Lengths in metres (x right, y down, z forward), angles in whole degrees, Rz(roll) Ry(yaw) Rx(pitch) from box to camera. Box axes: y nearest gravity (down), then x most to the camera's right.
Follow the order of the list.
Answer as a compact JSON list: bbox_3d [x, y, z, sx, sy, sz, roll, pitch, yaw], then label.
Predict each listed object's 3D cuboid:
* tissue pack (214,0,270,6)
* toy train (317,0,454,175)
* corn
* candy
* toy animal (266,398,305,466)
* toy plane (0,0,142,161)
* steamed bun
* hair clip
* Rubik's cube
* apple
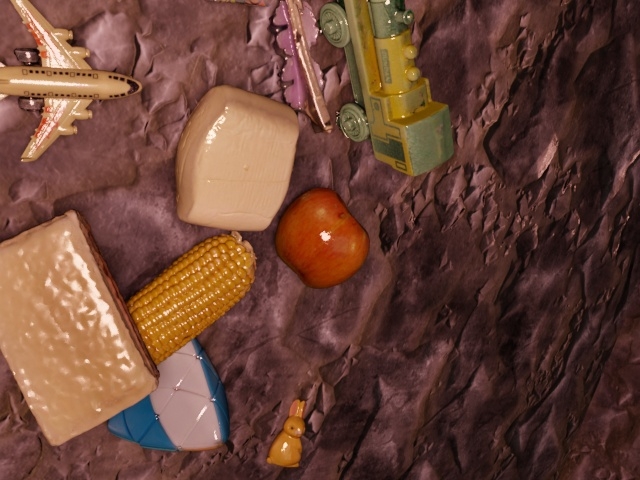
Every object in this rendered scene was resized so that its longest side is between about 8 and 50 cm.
[{"bbox_3d":[-0.136,-0.469,0.959,0.108,0.060,0.148,-8,113,-33],"label":"tissue pack"},{"bbox_3d":[0.123,-0.324,1.099,0.150,0.237,0.369,-29,124,-21],"label":"toy train"},{"bbox_3d":[-0.276,0.133,1.065,0.387,0.144,0.144,-43,129,-14],"label":"corn"},{"bbox_3d":[-0.391,0.130,0.897,0.179,0.135,0.321,-24,96,-12],"label":"candy"},{"bbox_3d":[-0.072,0.466,1.409,0.083,0.070,0.159,19,93,-38],"label":"toy animal"},{"bbox_3d":[-0.390,-0.232,0.853,0.244,0.092,0.229,-8,112,-35],"label":"toy plane"},{"bbox_3d":[-0.158,-0.144,1.022,0.200,0.155,0.250,6,112,-35],"label":"steamed bun"},{"bbox_3d":[-0.035,-0.332,1.087,0.106,0.084,0.292,-24,117,-21],"label":"hair clip"},{"bbox_3d":[-0.238,0.343,1.131,0.254,0.254,0.254,-15,118,-31],"label":"Rubik's cube"},{"bbox_3d":[0.000,0.000,1.182,0.196,0.196,0.196,-15,118,-31],"label":"apple"}]
